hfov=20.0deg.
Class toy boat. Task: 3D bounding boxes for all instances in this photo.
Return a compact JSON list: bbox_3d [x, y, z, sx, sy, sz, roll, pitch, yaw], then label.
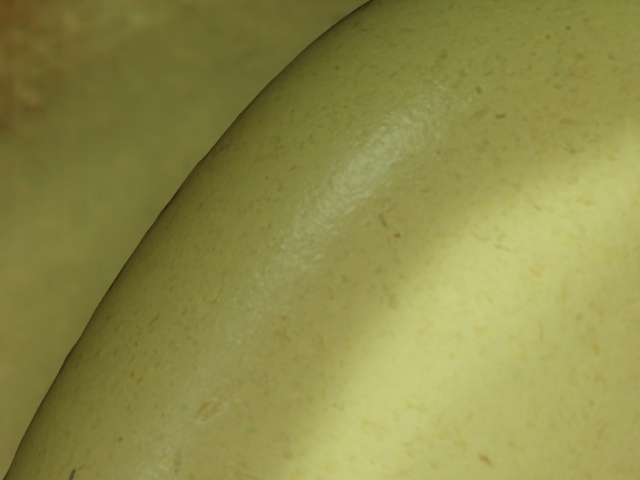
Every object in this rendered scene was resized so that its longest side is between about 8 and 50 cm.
[{"bbox_3d":[0.000,0.000,0.384,0.318,0.148,0.267,44,86,-6],"label":"toy boat"}]
